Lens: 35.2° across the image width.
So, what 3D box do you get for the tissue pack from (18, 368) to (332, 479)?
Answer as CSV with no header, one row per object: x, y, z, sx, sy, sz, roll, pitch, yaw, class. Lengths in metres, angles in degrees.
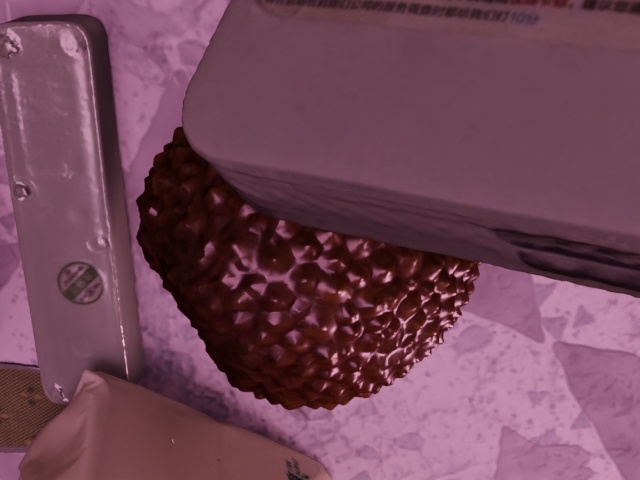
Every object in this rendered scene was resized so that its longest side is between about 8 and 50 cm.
-0.125,0.323,0.842,0.297,0.380,0.207,28,112,-23,tissue pack

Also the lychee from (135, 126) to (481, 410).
0.000,0.000,0.799,0.268,0.267,0.267,3,112,8,lychee

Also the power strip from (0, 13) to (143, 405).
-0.224,-0.010,0.924,0.091,0.062,0.385,0,111,8,power strip

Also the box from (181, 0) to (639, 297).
0.150,-0.173,0.606,0.396,0.111,0.396,13,71,30,box

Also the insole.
-0.390,0.174,1.054,0.322,0.007,0.109,0,111,8,insole
